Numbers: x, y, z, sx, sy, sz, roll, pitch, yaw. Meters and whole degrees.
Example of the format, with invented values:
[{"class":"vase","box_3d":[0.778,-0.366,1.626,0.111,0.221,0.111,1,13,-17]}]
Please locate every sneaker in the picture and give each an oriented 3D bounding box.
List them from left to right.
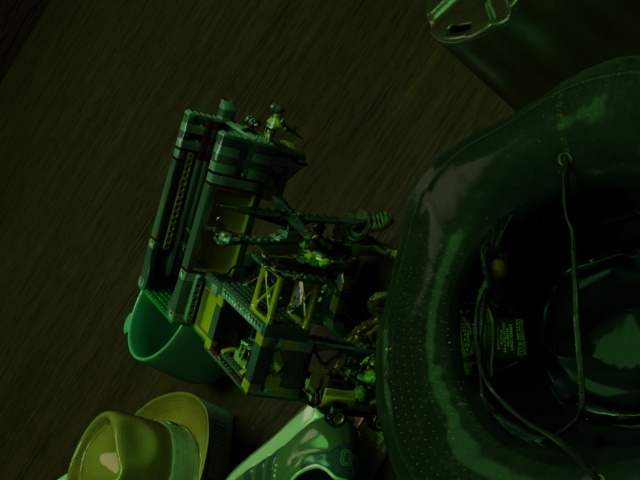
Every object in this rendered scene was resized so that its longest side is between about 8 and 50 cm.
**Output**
[{"class":"sneaker","box_3d":[-0.030,0.221,0.969,0.192,0.064,0.086,-50,33,28]}]

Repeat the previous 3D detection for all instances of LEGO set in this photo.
[{"class":"LEGO set","box_3d":[0.000,0.000,0.935,0.331,0.255,0.192,-137,62,-66]}]

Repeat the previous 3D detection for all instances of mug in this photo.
[{"class":"mug","box_3d":[-0.131,0.081,1.214,0.129,0.097,0.158,-60,30,2]}]

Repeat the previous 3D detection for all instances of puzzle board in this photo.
[{"class":"puzzle board","box_3d":[0.030,0.150,1.001,0.096,0.011,0.128,-59,30,2]}]

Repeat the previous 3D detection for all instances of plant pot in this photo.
[{"class":"plant pot","box_3d":[0.181,-0.166,0.887,0.167,0.165,0.167,-37,37,35]}]

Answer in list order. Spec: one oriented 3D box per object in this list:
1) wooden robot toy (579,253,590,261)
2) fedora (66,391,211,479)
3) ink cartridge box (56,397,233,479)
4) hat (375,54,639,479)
[{"class":"wooden robot toy","box_3d":[0.208,-0.042,0.841,0.079,0.076,0.173,-178,100,-72]},{"class":"fedora","box_3d":[-0.182,0.215,1.075,0.194,0.079,0.194,-35,39,35]},{"class":"ink cartridge box","box_3d":[-0.218,0.300,1.195,0.332,0.065,0.165,-33,41,37]},{"class":"hat","box_3d":[0.190,0.056,0.703,0.331,0.134,0.331,-17,66,44]}]
